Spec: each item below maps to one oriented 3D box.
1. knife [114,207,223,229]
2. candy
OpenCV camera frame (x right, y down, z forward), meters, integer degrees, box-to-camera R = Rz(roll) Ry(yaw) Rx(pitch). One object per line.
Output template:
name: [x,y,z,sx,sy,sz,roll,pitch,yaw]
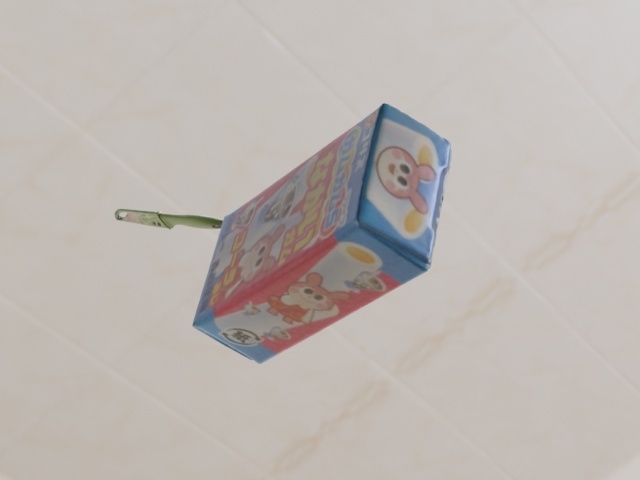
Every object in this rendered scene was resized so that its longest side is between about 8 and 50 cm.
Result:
knife: [-0.209,-0.028,2.224,0.207,0.030,0.014,6,-136,34]
candy: [-0.001,-0.001,1.648,0.306,0.100,0.157,-31,-145,47]
